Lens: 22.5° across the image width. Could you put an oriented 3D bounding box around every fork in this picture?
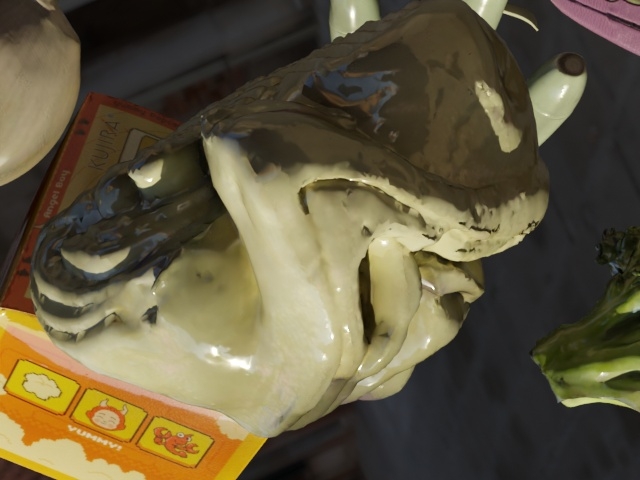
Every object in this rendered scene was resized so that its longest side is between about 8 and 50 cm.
[{"bbox_3d":[0.202,-0.301,2.012,0.219,0.028,0.034,16,-132,-43],"label":"fork"}]

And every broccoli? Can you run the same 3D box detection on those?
[{"bbox_3d":[0.357,0.123,1.709,0.288,0.245,0.248,-72,-39,-69],"label":"broccoli"}]

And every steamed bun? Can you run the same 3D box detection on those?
[{"bbox_3d":[0.000,0.000,1.134,0.339,0.352,0.247,-24,96,49],"label":"steamed bun"}]

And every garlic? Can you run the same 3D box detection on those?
[{"bbox_3d":[-0.403,-0.194,1.940,0.246,0.340,0.231,50,-166,0],"label":"garlic"}]

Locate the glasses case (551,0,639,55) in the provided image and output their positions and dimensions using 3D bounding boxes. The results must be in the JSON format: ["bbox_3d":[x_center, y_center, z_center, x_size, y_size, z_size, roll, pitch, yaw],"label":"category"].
[{"bbox_3d":[0.317,-0.167,1.238,0.316,0.123,0.076,31,134,36],"label":"glasses case"}]

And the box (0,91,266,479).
[{"bbox_3d":[-0.162,0.060,1.458,0.214,0.259,0.284,124,165,-44],"label":"box"}]

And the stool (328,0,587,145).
[{"bbox_3d":[0.110,-0.131,1.424,0.199,0.195,0.195,107,143,-58],"label":"stool"}]
